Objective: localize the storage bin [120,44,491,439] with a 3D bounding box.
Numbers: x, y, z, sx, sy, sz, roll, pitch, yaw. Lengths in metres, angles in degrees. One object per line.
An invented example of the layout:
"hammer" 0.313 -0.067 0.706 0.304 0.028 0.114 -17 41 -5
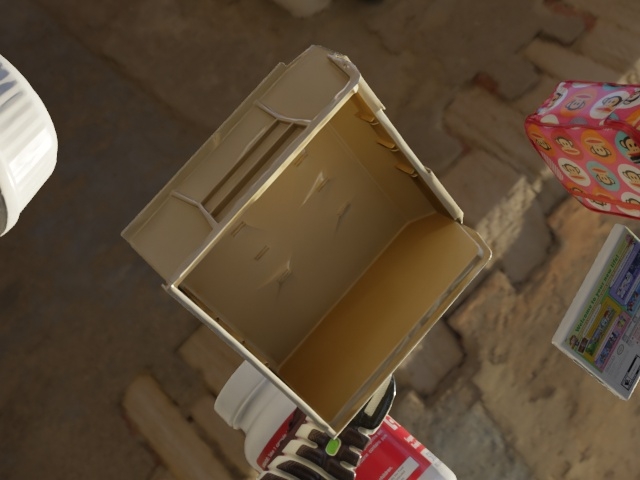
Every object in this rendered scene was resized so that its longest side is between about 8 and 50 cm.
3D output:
"storage bin" 0.000 0.000 0.963 0.262 0.260 0.123 47 -8 -38

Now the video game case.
"video game case" 0.464 0.112 1.577 0.193 0.212 0.023 37 -11 -31

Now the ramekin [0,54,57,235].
"ramekin" -0.464 -0.145 1.327 0.272 0.127 0.273 26 -35 20

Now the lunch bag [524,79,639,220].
"lunch bag" 0.483 -0.125 1.619 0.258 0.120 0.293 49 -11 -24

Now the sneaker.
"sneaker" -0.014 0.263 1.229 0.106 0.281 0.162 37 -11 -7

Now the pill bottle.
"pill bottle" 0.017 0.368 1.789 0.407 0.229 0.229 40 -5 14
